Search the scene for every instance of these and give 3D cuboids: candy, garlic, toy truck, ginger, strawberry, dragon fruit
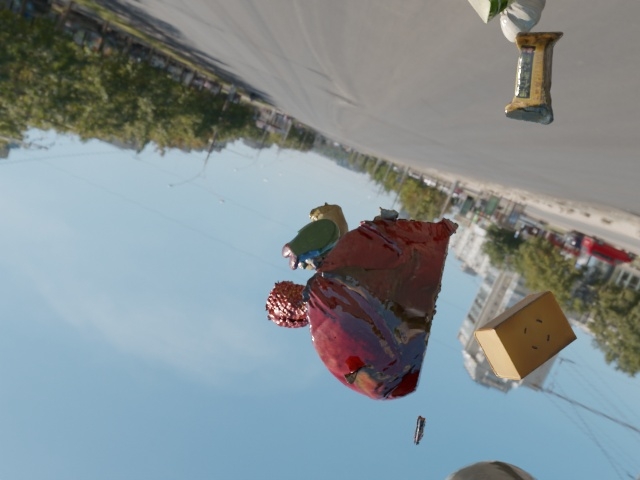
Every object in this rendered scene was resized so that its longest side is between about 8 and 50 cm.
[{"bbox_3d":[0.605,-0.461,1.678,0.143,0.271,0.101,15,-139,29],"label":"candy"},{"bbox_3d":[0.696,-0.807,2.025,0.142,0.230,0.178,1,172,39],"label":"garlic"},{"bbox_3d":[0.275,0.531,1.643,0.024,0.083,0.032,20,-154,34],"label":"toy truck"},{"bbox_3d":[0.000,0.000,1.908,0.152,0.267,0.138,31,151,2],"label":"ginger"},{"bbox_3d":[-0.085,0.232,1.939,0.228,0.174,0.098,16,-155,37],"label":"strawberry"},{"bbox_3d":[0.104,0.120,0.970,0.282,0.344,0.100,7,-170,-23],"label":"dragon fruit"}]

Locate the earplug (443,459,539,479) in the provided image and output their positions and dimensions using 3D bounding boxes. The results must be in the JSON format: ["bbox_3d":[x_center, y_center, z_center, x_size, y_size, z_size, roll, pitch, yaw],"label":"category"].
[{"bbox_3d":[0.393,0.647,1.257,0.312,0.313,0.394,21,179,-6],"label":"earplug"}]

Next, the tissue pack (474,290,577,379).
[{"bbox_3d":[0.698,0.322,2.016,0.194,0.274,0.145,63,159,0],"label":"tissue pack"}]

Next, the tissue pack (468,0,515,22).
[{"bbox_3d":[0.459,-0.704,1.410,0.200,0.274,0.167,55,-172,6],"label":"tissue pack"}]

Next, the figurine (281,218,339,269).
[{"bbox_3d":[-0.011,0.040,1.680,0.127,0.185,0.234,47,168,16],"label":"figurine"}]
